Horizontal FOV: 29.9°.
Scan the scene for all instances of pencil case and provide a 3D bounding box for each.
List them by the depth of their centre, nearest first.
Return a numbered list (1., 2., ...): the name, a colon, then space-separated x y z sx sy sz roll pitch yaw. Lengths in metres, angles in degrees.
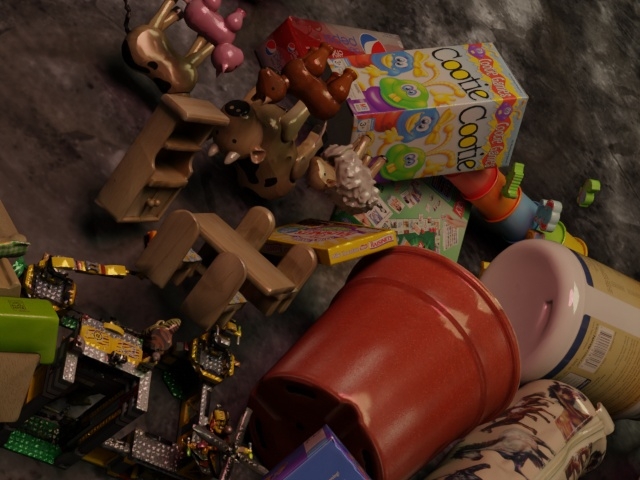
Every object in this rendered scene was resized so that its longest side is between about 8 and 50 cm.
1. pencil case: 0.247 0.325 1.591 0.410 0.183 0.160 -29 107 -52

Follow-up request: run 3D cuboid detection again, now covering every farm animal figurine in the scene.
1. farm animal figurine: -0.105 -0.161 1.592 0.172 0.330 0.327 -54 143 -19

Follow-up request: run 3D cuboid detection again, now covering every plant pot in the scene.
1. plant pot: 0.065 0.184 1.477 0.272 0.272 0.265 53 46 1

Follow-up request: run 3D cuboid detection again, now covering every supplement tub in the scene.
1. supplement tub: 0.407 0.148 1.853 0.316 0.228 0.228 23 47 -32

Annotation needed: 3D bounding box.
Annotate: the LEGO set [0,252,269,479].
1. LEGO set: -0.191 0.133 1.292 0.331 0.192 0.255 34 42 -23

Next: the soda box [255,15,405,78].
1. soda box: 0.029 -0.286 1.917 0.263 0.092 0.083 -2 64 -46

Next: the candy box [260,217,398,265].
1. candy box: 0.000 0.000 1.574 0.105 0.206 0.027 -19 105 -29

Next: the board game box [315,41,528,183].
1. board game box: 0.149 -0.191 1.811 0.275 0.144 0.142 -9 47 -17

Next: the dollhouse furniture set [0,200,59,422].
1. dollhouse furniture set: -0.409 0.054 1.215 0.197 0.151 0.301 7 27 -35

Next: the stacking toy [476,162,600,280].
1. stacking toy: 0.355 -0.006 1.930 0.167 0.221 0.052 7 16 -26

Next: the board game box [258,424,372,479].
1. board game box: -0.051 0.379 1.147 0.233 0.347 0.078 51 -3 -2

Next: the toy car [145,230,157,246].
1. toy car: -0.167 0.028 1.520 0.122 0.040 0.060 32 42 -23

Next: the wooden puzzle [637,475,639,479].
1. wooden puzzle: 0.559 0.447 1.794 0.348 0.080 0.322 -33 113 -50

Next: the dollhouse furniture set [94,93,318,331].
1. dollhouse furniture set: -0.119 -0.034 1.415 0.242 0.161 0.212 41 16 16

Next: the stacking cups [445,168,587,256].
1. stacking cups: 0.316 -0.040 1.973 0.316 0.096 0.096 36 40 -34

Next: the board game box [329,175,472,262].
1. board game box: 0.141 -0.067 1.898 0.213 0.046 0.317 41 39 -16
